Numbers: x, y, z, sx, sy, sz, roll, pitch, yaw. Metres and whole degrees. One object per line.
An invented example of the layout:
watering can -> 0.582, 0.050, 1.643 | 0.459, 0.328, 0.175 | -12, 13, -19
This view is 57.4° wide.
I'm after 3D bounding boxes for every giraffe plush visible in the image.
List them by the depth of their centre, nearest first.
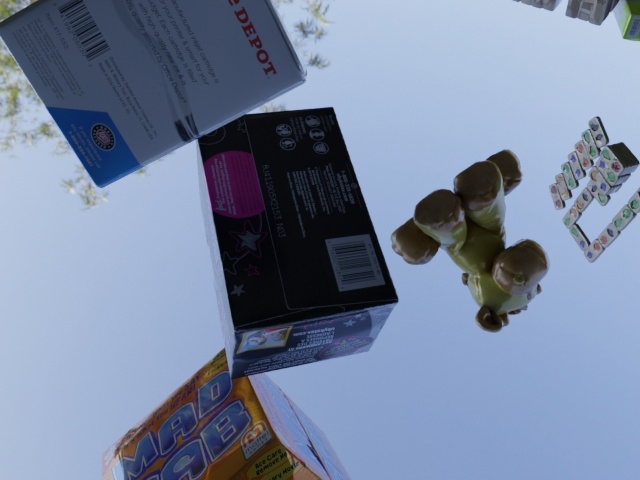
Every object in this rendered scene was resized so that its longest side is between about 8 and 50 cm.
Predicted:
giraffe plush -> 0.202, 0.018, 0.722 | 0.181, 0.210, 0.170 | -34, -104, -11

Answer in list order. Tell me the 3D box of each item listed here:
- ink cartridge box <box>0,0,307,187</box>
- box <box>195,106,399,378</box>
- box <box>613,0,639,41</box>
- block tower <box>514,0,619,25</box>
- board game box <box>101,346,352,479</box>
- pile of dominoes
ink cartridge box -> -0.124, -0.149, 0.464 | 0.191, 0.139, 0.082 | -25, -162, 8
box -> -0.038, -0.001, 0.630 | 0.163, 0.142, 0.247 | -8, -119, -15
box -> 0.507, -0.349, 0.888 | 0.109, 0.042, 0.178 | 11, -139, 9
block tower -> 0.267, -0.415, 0.839 | 0.335, 0.097, 0.091 | 32, -112, 26
board game box -> -0.160, 0.497, 1.132 | 0.356, 0.356, 0.356 | -41, -154, -5
pile of dominoes -> 0.530, -0.094, 1.158 | 0.040, 0.251, 0.196 | -14, -121, -15
